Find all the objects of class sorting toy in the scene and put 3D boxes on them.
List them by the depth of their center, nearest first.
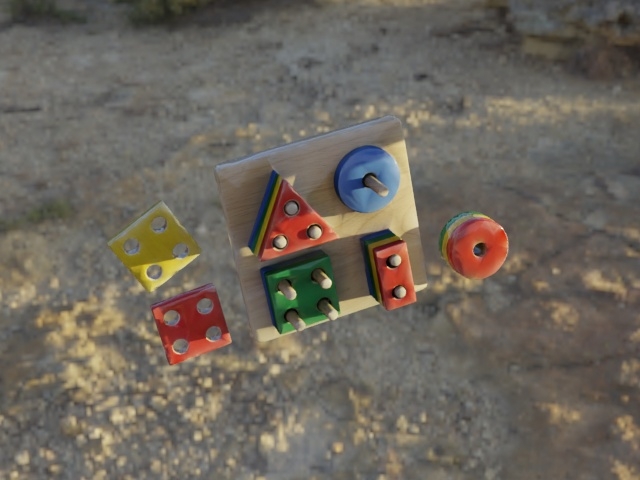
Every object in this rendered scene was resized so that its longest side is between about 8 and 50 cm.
[{"bbox_3d":[0.000,0.000,0.806,0.275,0.132,0.046,-17,23,-14],"label":"sorting toy"}]
